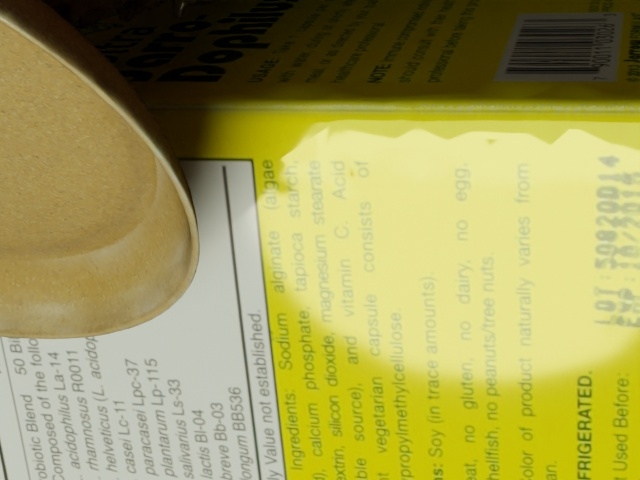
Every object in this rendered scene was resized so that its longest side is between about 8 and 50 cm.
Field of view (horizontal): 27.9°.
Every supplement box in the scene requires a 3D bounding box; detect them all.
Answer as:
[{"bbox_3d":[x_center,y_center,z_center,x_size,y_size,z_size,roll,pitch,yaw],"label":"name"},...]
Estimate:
[{"bbox_3d":[0.000,0.000,0.569,0.357,0.195,0.194,2,115,14],"label":"supplement box"}]

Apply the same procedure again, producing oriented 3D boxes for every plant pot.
[{"bbox_3d":[-0.149,-0.037,0.407,0.236,0.032,0.236,11,151,6],"label":"plant pot"}]

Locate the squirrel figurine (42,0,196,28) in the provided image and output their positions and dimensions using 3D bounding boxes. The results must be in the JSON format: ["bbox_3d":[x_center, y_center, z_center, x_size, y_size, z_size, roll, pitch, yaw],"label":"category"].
[{"bbox_3d":[-0.067,-0.215,0.384,0.281,0.370,0.397,20,119,6],"label":"squirrel figurine"}]
